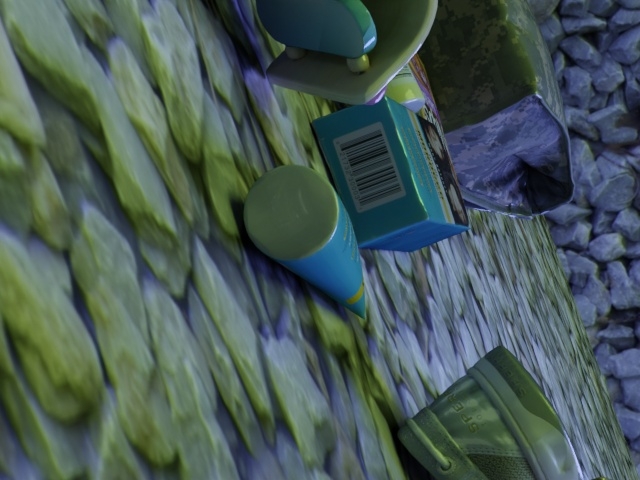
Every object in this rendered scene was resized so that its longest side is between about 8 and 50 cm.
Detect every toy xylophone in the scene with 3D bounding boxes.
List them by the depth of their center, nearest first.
[{"bbox_3d":[-0.006,-0.236,0.967,0.236,0.081,0.323,9,-52,58],"label":"toy xylophone"}]

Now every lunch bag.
[{"bbox_3d":[0.170,-0.167,1.727,0.287,0.169,0.235,40,32,-60],"label":"lunch bag"}]

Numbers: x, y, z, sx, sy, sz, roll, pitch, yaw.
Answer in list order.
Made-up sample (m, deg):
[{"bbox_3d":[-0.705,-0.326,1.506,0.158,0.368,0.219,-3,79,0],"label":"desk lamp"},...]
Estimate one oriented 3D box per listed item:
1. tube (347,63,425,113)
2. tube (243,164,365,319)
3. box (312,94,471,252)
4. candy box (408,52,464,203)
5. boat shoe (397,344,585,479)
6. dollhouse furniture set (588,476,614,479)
[{"bbox_3d":[0.012,-0.207,1.351,0.240,0.062,0.070,67,-24,10],"label":"tube"},{"bbox_3d":[0.000,0.000,0.965,0.207,0.052,0.080,42,36,-78],"label":"tube"},{"bbox_3d":[0.061,-0.048,1.281,0.244,0.060,0.100,3,67,-77],"label":"box"},{"bbox_3d":[0.080,-0.112,1.501,0.109,0.053,0.187,54,20,-55],"label":"candy box"},{"bbox_3d":[0.142,0.209,1.171,0.118,0.103,0.320,54,-9,46],"label":"boat shoe"},{"bbox_3d":[0.221,0.271,0.984,0.135,0.259,0.262,18,54,-64],"label":"dollhouse furniture set"}]
